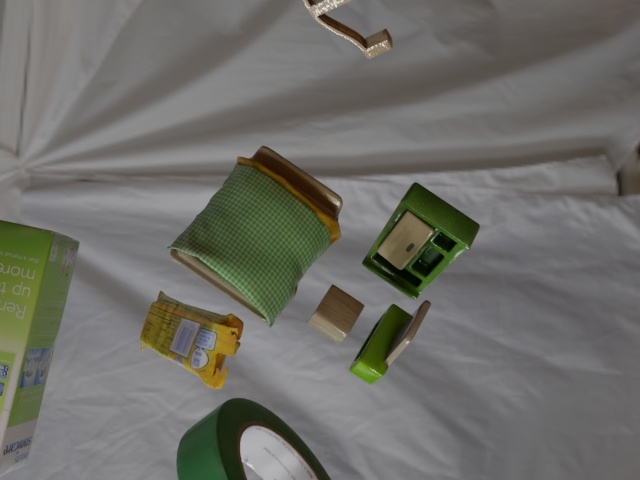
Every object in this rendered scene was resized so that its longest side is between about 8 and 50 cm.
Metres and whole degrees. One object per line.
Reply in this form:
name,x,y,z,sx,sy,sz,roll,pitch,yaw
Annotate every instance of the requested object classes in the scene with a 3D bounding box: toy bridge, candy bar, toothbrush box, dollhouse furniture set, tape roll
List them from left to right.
toothbrush box,-0.424,0.110,1.016,0.122,0.206,0.283,93,-171,-86
candy bar,-0.079,0.053,0.496,0.161,0.018,0.040,3,72,65
tape roll,-0.066,0.375,1.229,0.321,0.077,0.321,49,-167,-16
dollhouse furniture set,0.000,0.000,1.047,0.198,0.301,0.151,-56,-1,-34
toy bridge,0.015,-0.273,0.981,0.188,0.063,0.026,51,-152,-40
